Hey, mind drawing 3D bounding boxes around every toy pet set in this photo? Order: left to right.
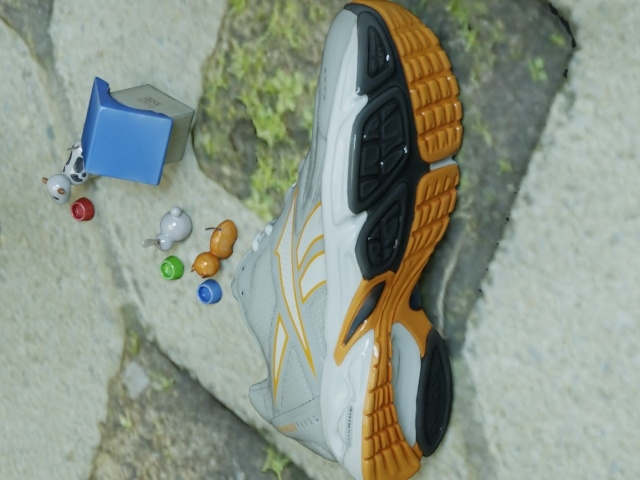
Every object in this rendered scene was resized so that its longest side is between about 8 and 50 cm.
[{"bbox_3d":[-0.112,-0.029,0.963,0.122,0.065,0.114,30,119,25],"label":"toy pet set"}]

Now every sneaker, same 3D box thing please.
[{"bbox_3d":[0.000,0.000,0.875,0.121,0.099,0.262,15,110,37],"label":"sneaker"}]
